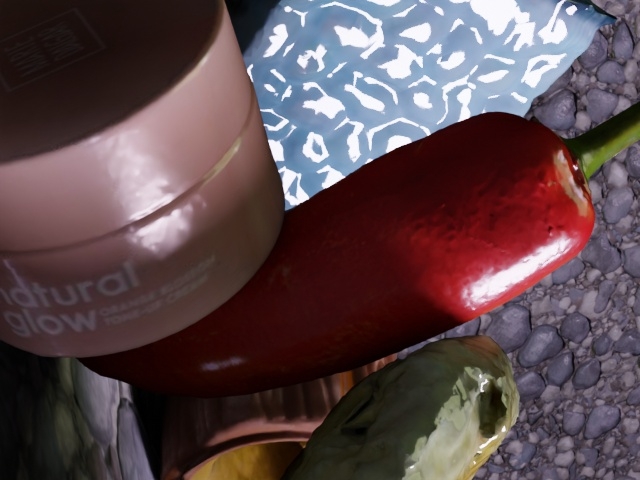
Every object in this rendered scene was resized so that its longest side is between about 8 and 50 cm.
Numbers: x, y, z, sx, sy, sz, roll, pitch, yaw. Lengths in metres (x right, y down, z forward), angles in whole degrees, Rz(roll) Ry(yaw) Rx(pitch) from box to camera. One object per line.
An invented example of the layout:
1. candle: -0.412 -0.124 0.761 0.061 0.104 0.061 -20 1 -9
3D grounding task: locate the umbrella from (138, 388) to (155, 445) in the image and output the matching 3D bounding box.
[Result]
1. umbrella: -0.125 0.082 0.876 0.013 0.022 0.122 166 -77 -67

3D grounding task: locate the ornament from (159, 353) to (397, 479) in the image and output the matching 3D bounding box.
1. ornament: -0.024 0.106 0.948 0.217 0.221 0.235 -95 -160 -43

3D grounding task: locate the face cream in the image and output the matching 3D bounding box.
1. face cream: -0.097 -0.038 0.528 0.149 0.149 0.104 -99 174 -50

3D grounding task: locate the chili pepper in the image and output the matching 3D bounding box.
1. chili pepper: -0.005 0.005 0.599 0.092 0.368 0.137 59 27 -31

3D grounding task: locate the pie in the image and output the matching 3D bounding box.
1. pie: -0.016 0.165 0.586 0.071 0.306 0.306 38 -7 13

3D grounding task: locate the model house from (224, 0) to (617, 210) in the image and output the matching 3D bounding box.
1. model house: -0.078 -0.142 0.812 0.297 0.339 0.360 17 30 -35
